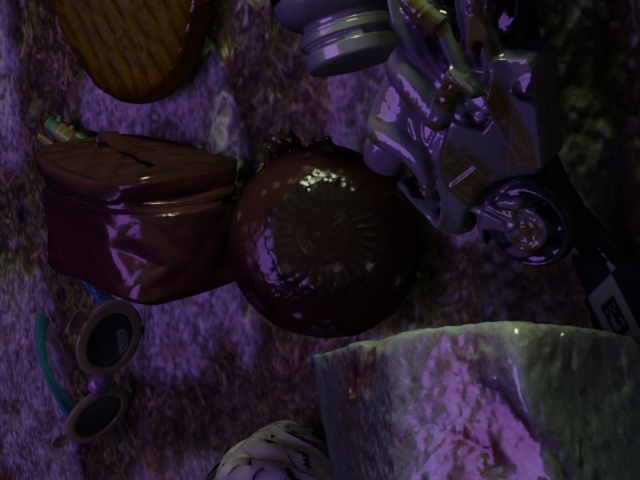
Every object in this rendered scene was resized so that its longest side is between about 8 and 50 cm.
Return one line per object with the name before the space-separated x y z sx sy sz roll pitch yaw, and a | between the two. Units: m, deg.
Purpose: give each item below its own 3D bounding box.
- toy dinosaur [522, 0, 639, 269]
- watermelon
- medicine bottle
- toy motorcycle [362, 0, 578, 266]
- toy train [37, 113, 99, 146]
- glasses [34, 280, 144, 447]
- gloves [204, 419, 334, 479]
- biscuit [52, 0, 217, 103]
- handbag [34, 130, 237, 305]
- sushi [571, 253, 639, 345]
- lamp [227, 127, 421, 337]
toy dinosaur | 0.148 -0.116 1.148 0.301 0.087 0.447 22 124 51
watermelon | 0.128 0.143 1.075 0.387 0.228 0.258 -118 20 -50
medicine bottle | 0.004 -0.231 1.300 0.107 0.107 0.192 -23 80 55
toy motorcycle | 0.090 -0.085 1.120 0.152 0.073 0.225 -2 113 34
toy train | -0.269 -0.097 1.787 0.103 0.044 0.064 34 123 43
glasses | -0.256 0.097 1.829 0.220 0.088 0.190 -114 30 -53
gloves | -0.037 0.217 1.465 0.212 0.127 0.111 -35 72 62
biscuit | -0.188 -0.290 1.619 0.318 0.040 0.318 18 112 52
handbag | -0.174 -0.029 1.578 0.225 0.146 0.135 19 118 54
sushi | 0.278 0.145 1.042 0.264 0.050 0.290 9 118 70
lamp | 0.005 0.002 1.348 0.135 0.156 0.157 60 -126 -84
